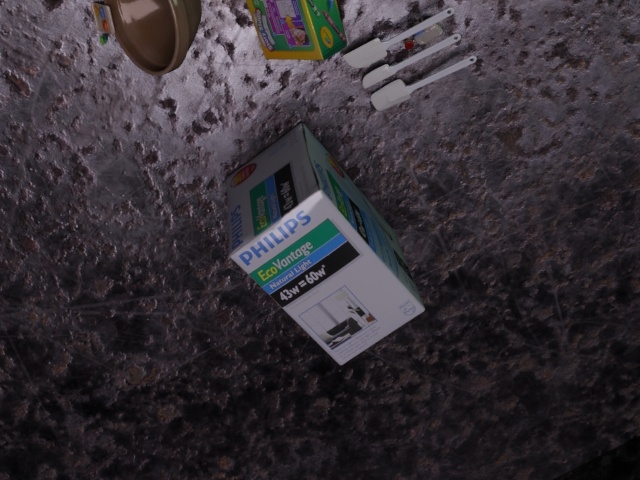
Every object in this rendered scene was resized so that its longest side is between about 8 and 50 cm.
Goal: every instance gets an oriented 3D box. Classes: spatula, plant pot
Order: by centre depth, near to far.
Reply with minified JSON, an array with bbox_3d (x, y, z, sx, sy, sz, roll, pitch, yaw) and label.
[{"bbox_3d":[-0.303,-0.443,1.461,0.109,0.237,0.237,-30,128,-35],"label":"plant pot"},{"bbox_3d":[0.191,-0.374,1.597,0.242,0.019,0.168,-23,126,20],"label":"spatula"}]

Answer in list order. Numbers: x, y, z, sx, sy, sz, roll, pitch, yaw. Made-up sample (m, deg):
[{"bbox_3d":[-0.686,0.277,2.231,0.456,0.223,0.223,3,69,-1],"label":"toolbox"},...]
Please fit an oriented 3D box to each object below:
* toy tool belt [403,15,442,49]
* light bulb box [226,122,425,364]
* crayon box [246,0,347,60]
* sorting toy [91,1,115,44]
[{"bbox_3d":[0.209,-0.432,1.588,0.083,0.051,0.052,-25,136,23],"label":"toy tool belt"},{"bbox_3d":[0.000,0.000,1.633,0.225,0.358,0.361,-36,118,13],"label":"light bulb box"},{"bbox_3d":[-0.067,-0.483,1.453,0.081,0.165,0.278,-41,127,-32],"label":"crayon box"},{"bbox_3d":[-0.430,-0.426,1.522,0.012,0.062,0.083,-30,128,-35],"label":"sorting toy"}]
